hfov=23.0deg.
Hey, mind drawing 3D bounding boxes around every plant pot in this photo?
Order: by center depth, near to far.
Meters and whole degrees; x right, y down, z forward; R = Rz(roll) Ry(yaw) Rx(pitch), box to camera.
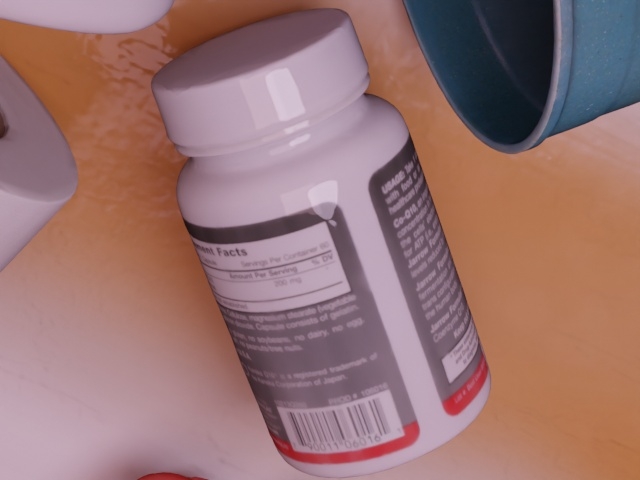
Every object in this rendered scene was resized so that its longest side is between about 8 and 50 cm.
[{"bbox_3d":[0.195,-0.215,0.933,0.255,0.271,0.272,-16,112,-11],"label":"plant pot"}]

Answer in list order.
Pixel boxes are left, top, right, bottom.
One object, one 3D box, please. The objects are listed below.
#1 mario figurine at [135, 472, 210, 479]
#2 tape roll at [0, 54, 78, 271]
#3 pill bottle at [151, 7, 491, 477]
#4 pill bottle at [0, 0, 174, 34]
[{"bbox_3d":[-0.071,0.293,1.202,0.198,0.170,0.320,-38,125,-27],"label":"mario figurine"},{"bbox_3d":[-0.296,-0.053,0.969,0.246,0.246,0.169,41,104,-16],"label":"tape roll"},{"bbox_3d":[0.000,0.000,1.048,0.161,0.161,0.283,-18,110,4],"label":"pill bottle"},{"bbox_3d":[-0.138,-0.341,0.874,0.229,0.229,0.408,16,109,-9],"label":"pill bottle"}]
